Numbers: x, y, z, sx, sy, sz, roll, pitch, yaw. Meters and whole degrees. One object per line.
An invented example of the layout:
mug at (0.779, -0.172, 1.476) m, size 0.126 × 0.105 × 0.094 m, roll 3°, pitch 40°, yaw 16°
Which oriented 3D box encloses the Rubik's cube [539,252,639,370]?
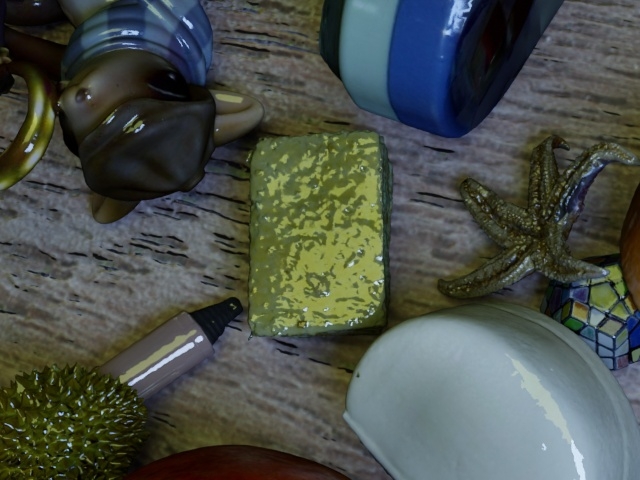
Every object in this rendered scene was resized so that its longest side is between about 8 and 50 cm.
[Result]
Rubik's cube at (0.247, 0.062, 1.142) m, size 0.111 × 0.111 × 0.093 m, roll 24°, pitch 53°, yaw 19°

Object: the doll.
doll at (-0.213, -0.199, 1.269) m, size 0.318 × 0.209 × 0.339 m, roll -20°, pitch 71°, yaw 8°

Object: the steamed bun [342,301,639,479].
steamed bun at (0.155, 0.151, 1.078) m, size 0.242 × 0.146 × 0.164 m, roll 44°, pitch 116°, yaw 22°

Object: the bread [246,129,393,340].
bread at (0.000, 0.000, 1.213) m, size 0.138 × 0.102 × 0.196 m, roll -5°, pitch 74°, yaw 13°

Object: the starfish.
starfish at (0.193, -0.007, 1.155) m, size 0.213 × 0.057 × 0.238 m, roll -50°, pitch 32°, yaw 15°

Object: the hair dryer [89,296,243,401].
hair dryer at (-0.225, 0.146, 1.228) m, size 0.344 × 0.106 × 0.189 m, roll -34°, pitch 69°, yaw -10°

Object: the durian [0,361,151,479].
durian at (-0.237, 0.194, 1.106) m, size 0.147 × 0.102 × 0.208 m, roll 20°, pitch 70°, yaw 0°

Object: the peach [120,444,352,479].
peach at (-0.052, 0.312, 1.016) m, size 0.333 × 0.308 × 0.307 m, roll 19°, pitch 74°, yaw -14°

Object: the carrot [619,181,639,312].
carrot at (0.408, -0.002, 1.088) m, size 0.307 × 0.100 × 0.258 m, roll 1°, pitch 65°, yaw -8°

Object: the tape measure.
tape measure at (0.116, -0.228, 1.188) m, size 0.138 × 0.259 × 0.262 m, roll 28°, pitch 84°, yaw 20°
